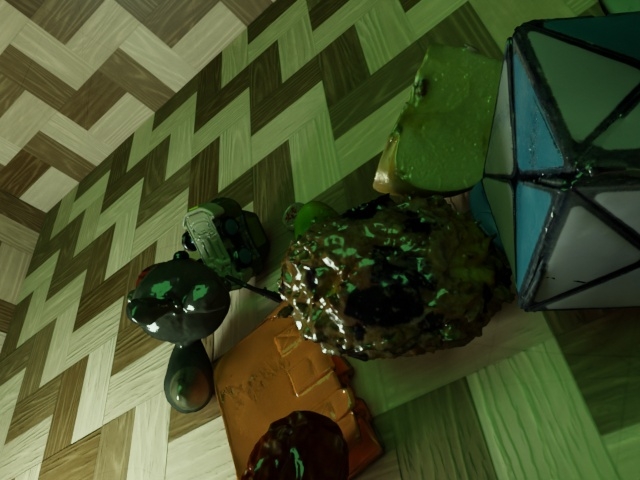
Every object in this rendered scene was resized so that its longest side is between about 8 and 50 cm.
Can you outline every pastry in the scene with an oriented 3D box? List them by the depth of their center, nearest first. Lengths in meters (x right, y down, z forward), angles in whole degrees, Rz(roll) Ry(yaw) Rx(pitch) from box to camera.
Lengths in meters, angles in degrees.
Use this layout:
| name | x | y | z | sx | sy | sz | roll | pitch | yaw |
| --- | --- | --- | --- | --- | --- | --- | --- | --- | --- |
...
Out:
| name | x | y | z | sx | sy | sz | roll | pitch | yaw |
| --- | --- | --- | --- | --- | --- | --- | --- | --- | --- |
| pastry | 0.105 | 0.067 | 0.961 | 0.405 | 0.337 | 0.293 | -5 | 93 | 48 |

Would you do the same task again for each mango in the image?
| name | x | y | z | sx | sy | sz | roll | pitch | yaw |
| --- | --- | --- | --- | --- | --- | --- | --- | --- | --- |
| mango | 0.000 | 0.000 | 1.326 | 0.125 | 0.111 | 0.233 | -36 | 42 | 28 |

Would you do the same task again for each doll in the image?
| name | x | y | z | sx | sy | sz | roll | pitch | yaw |
| --- | --- | --- | --- | --- | --- | --- | --- | --- | --- |
| doll | -0.305 | 0.216 | 1.303 | 0.252 | 0.379 | 0.382 | -23 | -3 | -11 |

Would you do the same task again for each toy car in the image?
| name | x | y | z | sx | sy | sz | roll | pitch | yaw |
| --- | --- | --- | --- | --- | --- | --- | --- | --- | --- |
| toy car | -0.243 | -0.005 | 1.511 | 0.204 | 0.248 | 0.198 | -15 | 13 | 42 |

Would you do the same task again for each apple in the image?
| name | x | y | z | sx | sy | sz | roll | pitch | yaw |
| --- | --- | --- | --- | --- | --- | --- | --- | --- | --- |
| apple | 0.246 | -0.226 | 1.135 | 0.314 | 0.252 | 0.309 | 14 | 85 | 51 |

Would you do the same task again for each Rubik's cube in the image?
| name | x | y | z | sx | sy | sz | roll | pitch | yaw |
| --- | --- | --- | --- | --- | --- | --- | --- | --- | --- |
| Rubik's cube | 0.408 | -0.103 | 0.743 | 0.310 | 0.305 | 0.307 | -5 | 54 | 7 |

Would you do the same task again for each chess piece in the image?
| name | x | y | z | sx | sy | sz | roll | pitch | yaw |
| --- | --- | --- | --- | --- | --- | --- | --- | --- | --- |
| chess piece | -0.066 | -0.064 | 1.501 | 0.083 | 0.038 | 0.084 | -28 | 44 | 31 |

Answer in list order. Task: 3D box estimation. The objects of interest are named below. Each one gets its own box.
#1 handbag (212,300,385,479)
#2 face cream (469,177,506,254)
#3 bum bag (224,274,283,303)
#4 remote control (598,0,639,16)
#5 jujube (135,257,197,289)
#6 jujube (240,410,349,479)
| name | x | y | z | sx | sy | sz | roll | pitch | yaw |
| --- | --- | --- | --- | --- | --- | --- | --- | --- | --- |
| handbag | -0.063 | 0.334 | 1.139 | 0.303 | 0.116 | 0.410 | -41 | 40 | 10 |
| face cream | 0.374 | -0.020 | 0.957 | 0.149 | 0.083 | 0.264 | -27 | 46 | -6 |
| bum bag | -0.152 | 0.121 | 1.351 | 0.109 | 0.159 | 0.026 | 16 | 79 | 49 |
| remote control | 0.636 | -0.528 | 1.112 | 0.140 | 0.056 | 0.296 | -26 | 44 | 28 |
| jujube | -0.456 | 0.133 | 1.672 | 0.230 | 0.155 | 0.155 | -20 | 48 | 24 |
| jujube | -0.046 | 0.395 | 0.854 | 0.174 | 0.174 | 0.250 | -16 | 33 | 38 |
